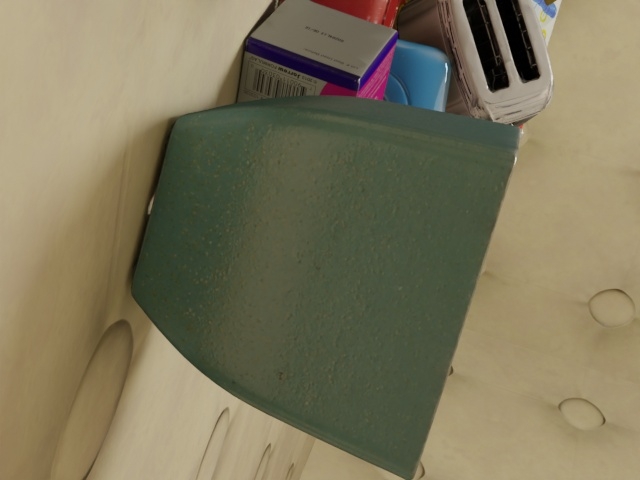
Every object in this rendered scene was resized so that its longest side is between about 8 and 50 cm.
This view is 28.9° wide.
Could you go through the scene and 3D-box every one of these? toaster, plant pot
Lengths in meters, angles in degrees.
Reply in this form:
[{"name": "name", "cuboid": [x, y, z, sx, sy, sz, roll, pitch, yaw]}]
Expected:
[{"name": "toaster", "cuboid": [0.178, -0.219, 1.429, 0.146, 0.129, 0.227, 167, -93, -71]}, {"name": "plant pot", "cuboid": [0.000, 0.000, 0.973, 0.248, 0.252, 0.247, -46, 153, -77]}]

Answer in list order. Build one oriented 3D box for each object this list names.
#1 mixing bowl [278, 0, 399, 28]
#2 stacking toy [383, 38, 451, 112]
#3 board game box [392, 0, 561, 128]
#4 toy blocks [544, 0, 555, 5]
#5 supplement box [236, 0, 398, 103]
[{"name": "mixing bowl", "cuboid": [0.027, -0.246, 1.243, 0.181, 0.098, 0.181, 17, 90, -85]}, {"name": "stacking toy", "cuboid": [0.034, -0.151, 1.474, 0.302, 0.175, 0.166, -148, -110, -82]}, {"name": "board game box", "cuboid": [0.181, -0.321, 1.614, 0.302, 0.086, 0.308, 28, 76, -41]}, {"name": "toy blocks", "cuboid": [0.230, -0.438, 1.360, 0.381, 0.261, 0.191, -32, -142, 47]}, {"name": "supplement box", "cuboid": [-0.015, -0.101, 1.174, 0.114, 0.111, 0.220, -56, 164, -50]}]
